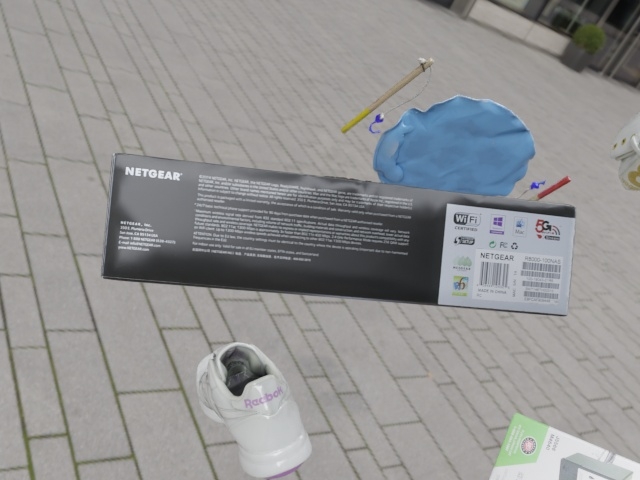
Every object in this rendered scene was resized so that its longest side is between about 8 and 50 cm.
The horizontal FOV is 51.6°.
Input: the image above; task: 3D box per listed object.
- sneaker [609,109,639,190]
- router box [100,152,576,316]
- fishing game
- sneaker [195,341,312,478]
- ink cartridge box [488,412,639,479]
[{"bbox_3d":[0.343,-0.078,0.617,0.108,0.169,0.292,37,53,8],"label":"sneaker"},{"bbox_3d":[0.000,0.000,0.534,0.309,0.081,0.243,6,-1,-12],"label":"router box"},{"bbox_3d":[0.157,-0.101,0.785,0.264,0.189,0.041,27,46,-26],"label":"fishing game"},{"bbox_3d":[-0.100,0.185,0.881,0.114,0.152,0.305,-20,16,-21],"label":"sneaker"},{"bbox_3d":[0.422,0.439,1.096,0.273,0.198,0.115,18,-20,26],"label":"ink cartridge box"}]
